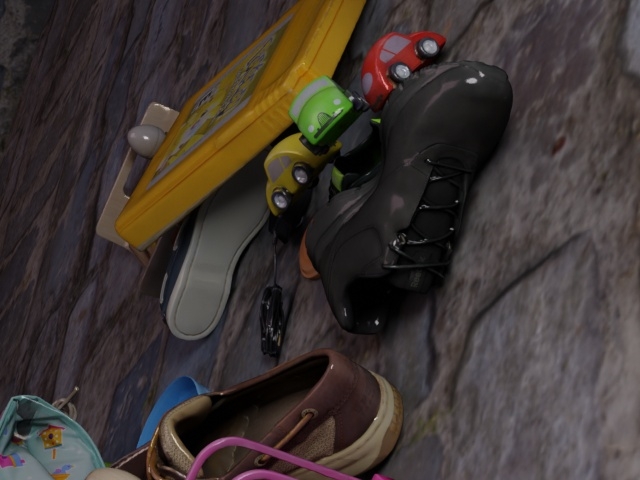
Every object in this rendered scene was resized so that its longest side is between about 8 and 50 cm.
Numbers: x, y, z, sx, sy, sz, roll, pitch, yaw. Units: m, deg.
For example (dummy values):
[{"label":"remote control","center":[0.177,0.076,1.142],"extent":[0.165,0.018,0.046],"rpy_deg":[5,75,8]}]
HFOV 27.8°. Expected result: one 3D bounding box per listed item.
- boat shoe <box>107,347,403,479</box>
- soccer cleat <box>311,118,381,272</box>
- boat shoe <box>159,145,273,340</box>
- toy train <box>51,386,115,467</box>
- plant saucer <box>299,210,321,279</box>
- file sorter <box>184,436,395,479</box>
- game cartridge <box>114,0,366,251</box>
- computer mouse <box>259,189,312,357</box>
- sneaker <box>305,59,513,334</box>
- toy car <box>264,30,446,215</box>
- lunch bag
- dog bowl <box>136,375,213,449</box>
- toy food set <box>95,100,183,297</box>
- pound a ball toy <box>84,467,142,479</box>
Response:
[{"label":"boat shoe","center":[-0.099,0.181,1.131],"extent":[0.342,0.123,0.123],"rpy_deg":[-24,45,26]},{"label":"soccer cleat","center":[0.029,-0.044,1.237],"extent":[0.060,0.072,0.179],"rpy_deg":[50,118,38]},{"label":"boat shoe","center":[-0.125,-0.008,1.523],"extent":[0.079,0.095,0.255],"rpy_deg":[42,118,53]},{"label":"toy train","center":[-0.301,0.282,1.598],"extent":[0.248,0.143,0.105],"rpy_deg":[-49,38,26]},{"label":"plant saucer","center":[0.000,0.000,1.346],"extent":[0.083,0.013,0.083],"rpy_deg":[-45,33,40]},{"label":"file sorter","center":[-0.003,0.287,0.906],"extent":[0.202,0.182,0.290],"rpy_deg":[-67,24,3]},{"label":"game cartridge","center":[-0.083,-0.160,1.463],"extent":[0.323,0.052,0.285],"rpy_deg":[-38,19,36]},{"label":"computer mouse","center":[-0.035,0.009,1.391],"extent":[0.071,0.041,0.242],"rpy_deg":[133,144,-69]},{"label":"sneaker","center":[0.086,-0.029,1.108],"extent":[0.130,0.109,0.286],"rpy_deg":[-102,31,-41]},{"label":"toy car","center":[0.013,-0.119,1.183],"extent":[0.239,0.053,0.225],"rpy_deg":[-46,-4,8]},{"label":"lunch bag","center":[-0.317,0.328,1.408],"extent":[0.262,0.160,0.223],"rpy_deg":[59,139,30]},{"label":"dog bowl","center":[-0.119,0.260,1.305],"extent":[0.166,0.074,0.297],"rpy_deg":[-61,26,16]},{"label":"toy food set","center":[-0.230,-0.066,1.783],"extent":[0.220,0.092,0.306],"rpy_deg":[-65,24,6]},{"label":"pound a ball toy","center":[-0.198,0.360,1.011],"extent":[0.135,0.208,0.319],"rpy_deg":[2,97,49]}]
